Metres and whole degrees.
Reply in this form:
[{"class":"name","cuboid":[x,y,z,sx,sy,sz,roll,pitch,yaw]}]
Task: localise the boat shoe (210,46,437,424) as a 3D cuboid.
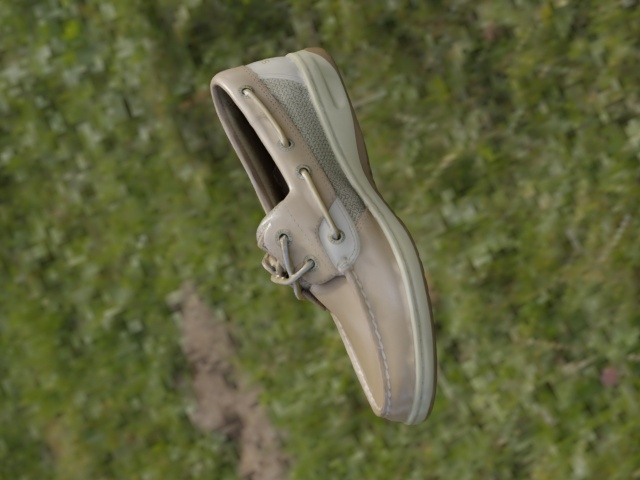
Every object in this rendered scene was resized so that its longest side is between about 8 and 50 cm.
[{"class":"boat shoe","cuboid":[0.000,0.000,1.329,0.109,0.098,0.302,114,140,-62]}]
